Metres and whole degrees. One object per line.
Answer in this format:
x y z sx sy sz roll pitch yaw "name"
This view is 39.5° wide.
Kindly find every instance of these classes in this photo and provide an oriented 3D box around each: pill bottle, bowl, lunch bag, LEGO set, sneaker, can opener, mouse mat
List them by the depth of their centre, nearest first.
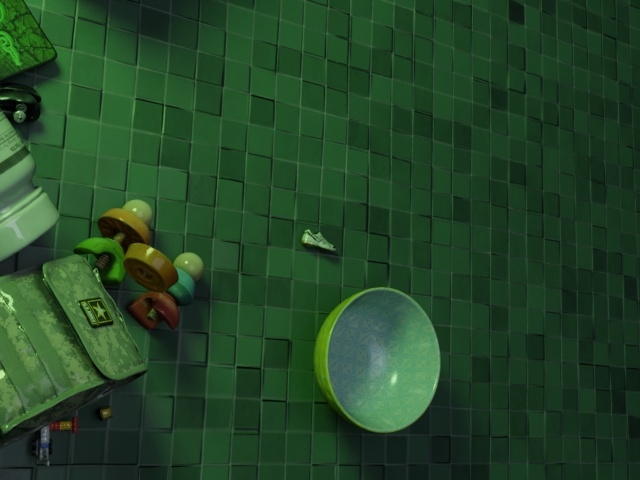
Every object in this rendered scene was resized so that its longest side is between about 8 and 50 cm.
-0.584 -0.142 1.406 0.204 0.204 0.361 -41 110 -32 "pill bottle"
-0.445 0.168 1.448 0.287 0.169 0.235 -26 79 -36 "lunch bag"
-0.469 0.255 1.514 0.244 0.060 0.182 47 60 -15 "LEGO set"
-0.574 -0.238 1.534 0.186 0.073 0.059 0 121 -31 "can opener"
-0.570 -0.374 1.559 0.152 0.007 0.190 -33 90 -35 "mouse mat"
0.088 0.246 1.831 0.289 0.156 0.290 6 79 -34 "bowl"
0.000 0.000 1.887 0.083 0.032 0.037 19 72 -31 "sneaker"

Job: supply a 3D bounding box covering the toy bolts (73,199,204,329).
-0.284 0.036 1.604 0.158 0.218 0.229 -57 131 -33 "toy bolts"
